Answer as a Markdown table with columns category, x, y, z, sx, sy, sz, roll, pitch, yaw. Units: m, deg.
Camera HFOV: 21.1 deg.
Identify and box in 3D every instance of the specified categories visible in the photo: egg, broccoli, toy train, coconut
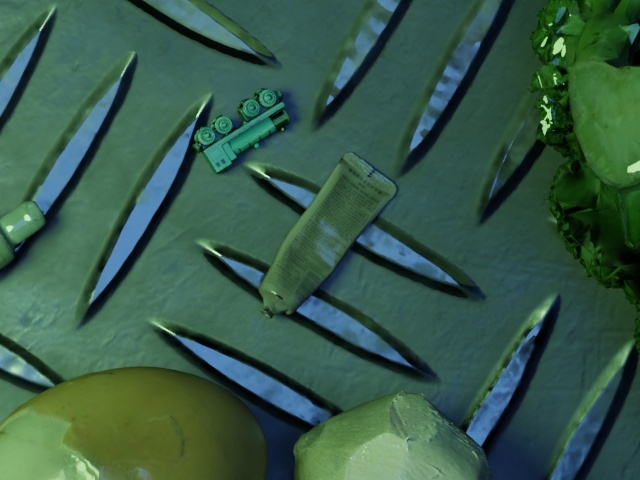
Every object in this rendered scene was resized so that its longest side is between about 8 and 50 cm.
| category | x | y | z | sx | sy | sz | roll | pitch | yaw |
| --- | --- | --- | --- | --- | --- | --- | --- | --- | --- |
| egg | -0.157 | 0.199 | 1.370 | 0.244 | 0.201 | 0.201 | -25 | 88 | -22 |
| broccoli | 0.338 | -0.072 | 1.390 | 0.321 | 0.310 | 0.413 | -9 | 77 | 8 |
| toy train | -0.067 | -0.097 | 1.497 | 0.092 | 0.029 | 0.045 | -33 | 96 | -10 |
| coconut | 0.053 | 0.204 | 1.417 | 0.162 | 0.161 | 0.161 | 42 | 81 | -10 |

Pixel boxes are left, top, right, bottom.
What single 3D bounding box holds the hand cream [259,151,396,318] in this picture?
| category | x | y | z | sx | sy | sz | roll | pitch | yaw |
| --- | --- | --- | --- | --- | --- | --- | --- | --- | --- |
| hand cream | 0.000 | 0.000 | 1.498 | 0.057 | 0.037 | 0.165 | 37 | 74 | -2 |

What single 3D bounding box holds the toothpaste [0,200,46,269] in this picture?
| category | x | y | z | sx | sy | sz | roll | pitch | yaw |
| --- | --- | --- | --- | --- | --- | --- | --- | --- | --- |
| toothpaste | -0.342 | 0.045 | 1.443 | 0.255 | 0.037 | 0.067 | -35 | 95 | -6 |
